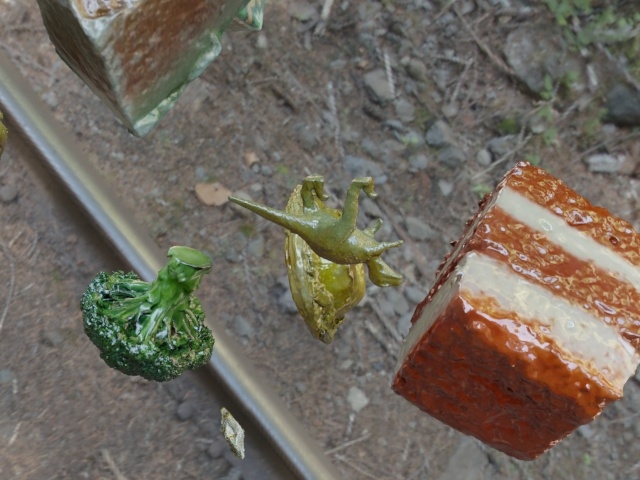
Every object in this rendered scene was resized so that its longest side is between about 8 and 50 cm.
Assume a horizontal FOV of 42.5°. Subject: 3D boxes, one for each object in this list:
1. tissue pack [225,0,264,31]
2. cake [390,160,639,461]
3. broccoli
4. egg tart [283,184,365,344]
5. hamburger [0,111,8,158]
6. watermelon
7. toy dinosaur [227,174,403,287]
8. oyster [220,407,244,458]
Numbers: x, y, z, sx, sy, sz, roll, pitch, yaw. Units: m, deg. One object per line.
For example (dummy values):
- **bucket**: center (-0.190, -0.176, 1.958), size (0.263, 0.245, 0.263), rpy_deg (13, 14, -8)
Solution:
- **tissue pack**: center (-0.177, -0.451, 1.208), size (0.311, 0.128, 0.228), rpy_deg (-5, 98, -75)
- **cake**: center (0.284, 0.111, 1.155), size (0.270, 0.269, 0.319), rpy_deg (32, 50, 5)
- **broccoli**: center (-0.348, 0.140, 1.695), size (0.297, 0.297, 0.297), rpy_deg (25, 18, -9)
- **egg tart**: center (0.015, 0.039, 1.486), size (0.295, 0.116, 0.295), rpy_deg (-10, 90, -83)
- **hamburger**: center (-0.531, -0.143, 1.112), size (0.189, 0.215, 0.122), rpy_deg (-32, 82, 1)
- **watermelon**: center (-0.137, -0.240, 0.723), size (0.151, 0.302, 0.264), rpy_deg (39, 87, -2)
- **toy dinosaur**: center (0.000, 0.000, 0.804), size (0.162, 0.039, 0.126), rpy_deg (-11, 112, -5)
- **oyster**: center (-0.160, 0.350, 1.483), size (0.051, 0.034, 0.093), rpy_deg (54, 14, -60)
